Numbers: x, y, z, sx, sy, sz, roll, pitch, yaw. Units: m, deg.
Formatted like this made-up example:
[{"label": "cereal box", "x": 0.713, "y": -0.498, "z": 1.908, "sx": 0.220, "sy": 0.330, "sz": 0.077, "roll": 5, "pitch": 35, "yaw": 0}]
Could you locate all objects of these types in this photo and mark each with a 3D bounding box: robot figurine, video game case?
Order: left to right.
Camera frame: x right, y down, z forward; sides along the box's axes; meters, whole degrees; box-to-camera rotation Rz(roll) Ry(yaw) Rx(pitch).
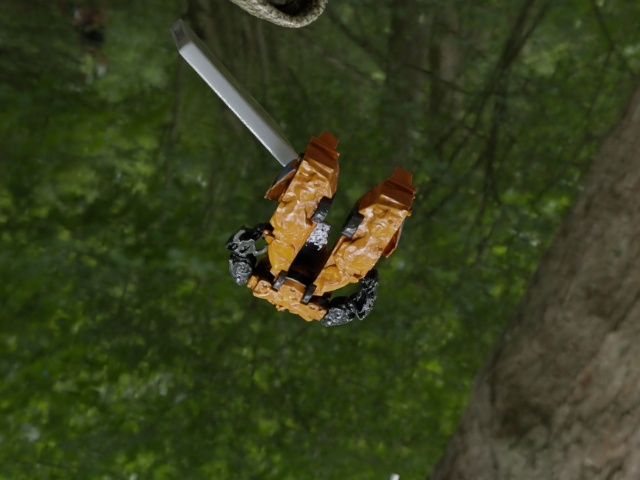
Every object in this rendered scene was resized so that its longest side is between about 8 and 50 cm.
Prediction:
[{"label": "video game case", "x": -0.118, "y": -0.203, "z": 1.428, "sx": 0.227, "sy": 0.026, "sz": 0.206, "roll": 47, "pitch": -175, "yaw": -22}, {"label": "robot figurine", "x": 0.000, "y": 0.000, "z": 1.314, "sx": 0.211, "sy": 0.291, "sz": 0.085, "roll": 27, "pitch": -130, "yaw": -6}]

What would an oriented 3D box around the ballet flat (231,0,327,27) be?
[{"label": "ballet flat", "x": -0.063, "y": -0.358, "z": 0.804, "sx": 0.182, "sy": 0.164, "sz": 0.483, "roll": 45, "pitch": 164, "yaw": 32}]
